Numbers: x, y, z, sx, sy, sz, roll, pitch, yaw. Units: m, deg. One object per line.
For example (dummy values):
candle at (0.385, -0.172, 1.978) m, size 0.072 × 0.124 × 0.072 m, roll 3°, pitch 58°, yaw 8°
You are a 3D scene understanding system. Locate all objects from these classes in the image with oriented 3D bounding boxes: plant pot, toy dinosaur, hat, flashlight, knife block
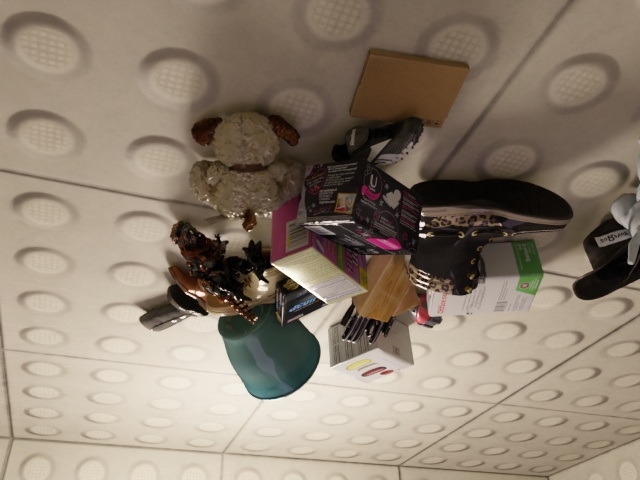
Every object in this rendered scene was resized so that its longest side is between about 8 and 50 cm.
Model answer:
plant pot at (-0.175, 0.302, 1.909) m, size 0.272 × 0.271 × 0.255 m, roll -17°, pitch 128°, yaw 20°
toy dinosaur at (-0.252, 0.078, 1.626) m, size 0.219 × 0.164 × 0.322 m, roll -5°, pitch 146°, yaw 44°
hat at (0.786, 0.015, 1.637) m, size 0.332 × 0.133 × 0.331 m, roll -17°, pitch 150°, yaw -10°
flashlight at (0.229, 0.175, 1.878) m, size 0.304 × 0.103 × 0.103 m, roll 22°, pitch 112°, yaw -25°
knife block at (0.137, 0.153, 1.723) m, size 0.242 × 0.088 × 0.275 m, roll -25°, pitch 125°, yaw -1°

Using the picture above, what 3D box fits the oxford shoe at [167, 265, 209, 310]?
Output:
oxford shoe at (-0.357, 0.124, 1.809) m, size 0.076 × 0.076 × 0.212 m, roll -41°, pitch 135°, yaw 2°

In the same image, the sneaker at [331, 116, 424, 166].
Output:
sneaker at (0.108, -0.203, 1.319) m, size 0.106 × 0.078 × 0.234 m, roll 27°, pitch 148°, yaw -29°

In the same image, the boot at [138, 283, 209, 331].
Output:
boot at (-0.470, 0.210, 1.920) m, size 0.209 × 0.076 × 0.189 m, roll -13°, pitch 142°, yaw 26°

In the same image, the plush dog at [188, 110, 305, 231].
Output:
plush dog at (-0.158, -0.161, 1.317) m, size 0.263 × 0.210 × 0.225 m, roll -2°, pitch 119°, yaw -3°

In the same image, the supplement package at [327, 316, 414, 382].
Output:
supplement package at (0.163, 0.351, 2.072) m, size 0.203 × 0.149 × 0.194 m, roll -30°, pitch 136°, yaw 33°

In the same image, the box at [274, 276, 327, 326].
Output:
box at (-0.022, 0.138, 1.763) m, size 0.220 × 0.051 × 0.175 m, roll -23°, pitch 150°, yaw -21°

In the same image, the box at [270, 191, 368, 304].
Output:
box at (0.000, 0.000, 1.503) m, size 0.117 × 0.213 × 0.243 m, roll -21°, pitch 141°, yaw 26°

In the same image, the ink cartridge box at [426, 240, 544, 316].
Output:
ink cartridge box at (0.448, 0.110, 1.764) m, size 0.290 × 0.121 × 0.211 m, roll -3°, pitch 145°, yaw 1°

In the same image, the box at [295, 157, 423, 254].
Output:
box at (0.090, -0.067, 1.369) m, size 0.164 × 0.142 × 0.247 m, roll -1°, pitch 162°, yaw 40°

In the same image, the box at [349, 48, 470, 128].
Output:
box at (0.173, -0.298, 1.253) m, size 0.201 × 0.021 × 0.164 m, roll 6°, pitch 144°, yaw -10°

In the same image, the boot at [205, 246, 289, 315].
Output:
boot at (-0.201, 0.113, 1.744) m, size 0.262 × 0.095 × 0.203 m, roll -10°, pitch 146°, yaw -6°

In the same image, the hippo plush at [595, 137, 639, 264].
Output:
hippo plush at (0.759, -0.126, 1.421) m, size 0.295 × 0.234 × 0.236 m, roll -14°, pitch 115°, yaw -9°

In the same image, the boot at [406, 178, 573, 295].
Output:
boot at (0.391, 0.000, 1.539) m, size 0.378 × 0.138 × 0.284 m, roll 2°, pitch 130°, yaw 1°
